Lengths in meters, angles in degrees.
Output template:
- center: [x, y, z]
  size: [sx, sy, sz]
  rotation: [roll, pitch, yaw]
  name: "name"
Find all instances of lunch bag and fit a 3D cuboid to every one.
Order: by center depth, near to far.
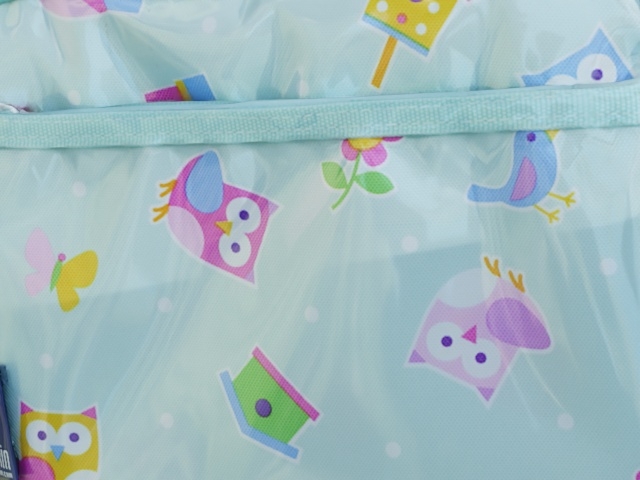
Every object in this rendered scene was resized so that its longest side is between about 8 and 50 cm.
- center: [0.000, 0.000, 0.650]
  size: [0.108, 0.279, 0.224]
  rotation: [-35, 120, -64]
  name: "lunch bag"
